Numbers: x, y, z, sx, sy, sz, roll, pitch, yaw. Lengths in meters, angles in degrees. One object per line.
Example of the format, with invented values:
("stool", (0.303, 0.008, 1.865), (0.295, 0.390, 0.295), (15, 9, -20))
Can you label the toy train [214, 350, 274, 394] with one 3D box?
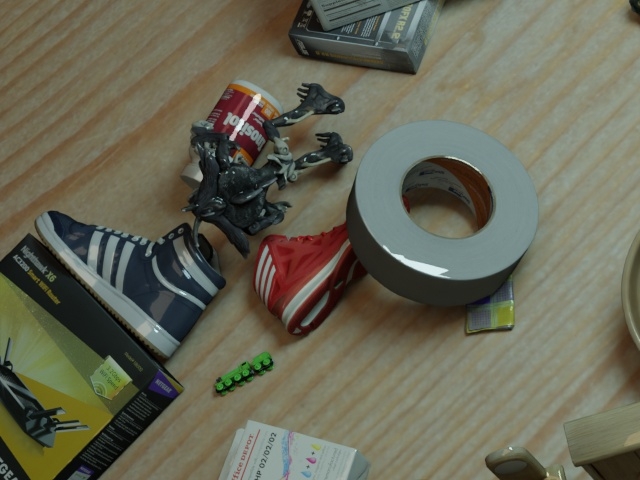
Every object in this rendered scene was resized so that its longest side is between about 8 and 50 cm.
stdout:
("toy train", (-0.096, 0.164, 1.551), (0.083, 0.017, 0.023), (-28, 48, 6))

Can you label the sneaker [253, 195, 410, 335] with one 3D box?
("sneaker", (0.000, 0.000, 1.557), (0.221, 0.087, 0.128), (-45, 59, -7))

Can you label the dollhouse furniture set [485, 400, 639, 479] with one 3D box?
("dollhouse furniture set", (0.328, 0.348, 1.180), (0.303, 0.174, 0.355), (-19, 57, 18))

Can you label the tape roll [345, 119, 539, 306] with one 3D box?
("tape roll", (0.142, -0.034, 1.473), (0.219, 0.072, 0.219), (5, 60, -8))

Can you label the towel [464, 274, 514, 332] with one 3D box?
("towel", (0.201, 0.071, 1.488), (0.060, 0.009, 0.083), (-6, 63, 19))

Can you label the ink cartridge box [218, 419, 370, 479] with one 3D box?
("ink cartridge box", (-0.046, 0.276, 1.448), (0.181, 0.061, 0.104), (11, 69, 26))

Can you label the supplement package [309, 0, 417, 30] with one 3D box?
("supplement package", (0.092, -0.431, 1.637), (0.262, 0.145, 0.204), (-16, 60, 11))

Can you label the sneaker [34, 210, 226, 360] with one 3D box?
("sneaker", (-0.242, 0.015, 1.632), (0.282, 0.099, 0.153), (40, 86, 27))

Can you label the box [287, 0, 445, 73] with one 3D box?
("box", (0.081, -0.351, 1.719), (0.183, 0.056, 0.231), (12, 69, 24))

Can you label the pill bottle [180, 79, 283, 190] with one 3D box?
("pill bottle", (-0.121, -0.132, 1.669), (0.086, 0.086, 0.152), (24, 76, 29))

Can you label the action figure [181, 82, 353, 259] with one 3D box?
("action figure", (-0.087, -0.084, 1.566), (0.276, 0.164, 0.141), (-35, 21, -31))

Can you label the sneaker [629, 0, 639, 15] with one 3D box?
("sneaker", (0.500, -0.330, 1.544), (0.237, 0.085, 0.086), (-15, 34, 17))

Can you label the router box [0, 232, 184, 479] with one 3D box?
("router box", (-0.362, 0.174, 1.609), (0.243, 0.081, 0.309), (-46, 58, -6))

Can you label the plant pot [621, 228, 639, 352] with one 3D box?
("plant pot", (0.450, 0.055, 1.324), (0.237, 0.110, 0.237), (-6, 78, 31))
